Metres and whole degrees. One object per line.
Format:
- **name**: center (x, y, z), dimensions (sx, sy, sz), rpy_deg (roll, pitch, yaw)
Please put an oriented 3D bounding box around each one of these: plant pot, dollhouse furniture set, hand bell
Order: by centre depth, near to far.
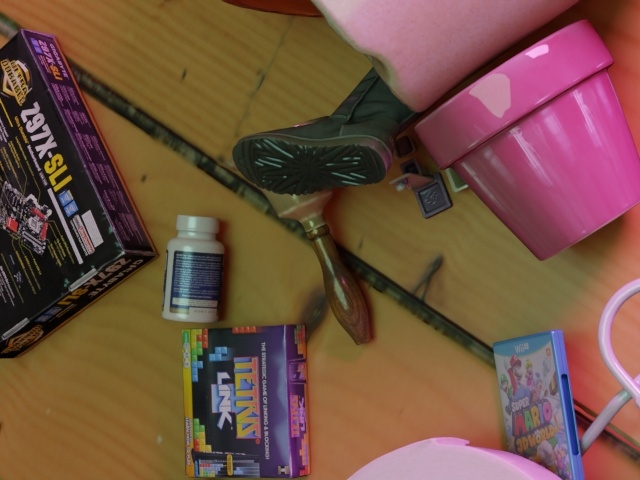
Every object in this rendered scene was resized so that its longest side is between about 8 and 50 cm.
- **plant pot**: center (0.127, -0.301, 1.478), dimensions (0.305, 0.334, 0.334), rpy_deg (-42, 68, 7)
- **plant pot**: center (0.221, -0.089, 1.542), dimensions (0.201, 0.201, 0.180), rpy_deg (-32, 88, 24)
- **dollhouse furniture set**: center (0.124, -0.088, 1.648), dimensions (0.114, 0.081, 0.091), rpy_deg (-26, 75, 26)
- **hand bell**: center (0.000, 0.000, 1.716), dimensions (0.126, 0.126, 0.242), rpy_deg (-24, 87, 26)

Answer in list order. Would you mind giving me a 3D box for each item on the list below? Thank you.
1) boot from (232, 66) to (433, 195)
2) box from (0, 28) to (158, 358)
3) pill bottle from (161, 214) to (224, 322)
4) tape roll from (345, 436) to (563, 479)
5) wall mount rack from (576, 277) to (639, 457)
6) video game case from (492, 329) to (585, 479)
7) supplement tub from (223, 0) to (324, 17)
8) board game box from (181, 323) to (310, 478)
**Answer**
- **boot**: center (0.029, -0.132, 1.637), dimensions (0.189, 0.208, 0.076), rpy_deg (4, 131, 22)
- **box**: center (-0.370, -0.053, 1.929), dimensions (0.257, 0.079, 0.322), rpy_deg (-34, 72, 22)
- **pill bottle**: center (-0.144, 0.032, 1.802), dimensions (0.067, 0.067, 0.120), rpy_deg (5, 90, 29)
- **tape roll**: center (0.127, 0.390, 1.535), dimensions (0.392, 0.072, 0.392), rpy_deg (-10, 75, 38)
- **wall mount rack**: center (0.371, 0.213, 1.476), dimensions (0.304, 0.130, 0.350), rpy_deg (-45, 67, 17)
- **video game case**: center (0.218, 0.178, 1.582), dimensions (0.119, 0.015, 0.166), rpy_deg (157, 107, -65)
- **supplement tub**: center (-0.013, -0.416, 1.671), dimensions (0.207, 0.207, 0.338), rpy_deg (5, 90, 29)
- **board game box**: center (-0.085, 0.181, 1.772), dimensions (0.141, 0.048, 0.170), rpy_deg (-5, 85, 30)
